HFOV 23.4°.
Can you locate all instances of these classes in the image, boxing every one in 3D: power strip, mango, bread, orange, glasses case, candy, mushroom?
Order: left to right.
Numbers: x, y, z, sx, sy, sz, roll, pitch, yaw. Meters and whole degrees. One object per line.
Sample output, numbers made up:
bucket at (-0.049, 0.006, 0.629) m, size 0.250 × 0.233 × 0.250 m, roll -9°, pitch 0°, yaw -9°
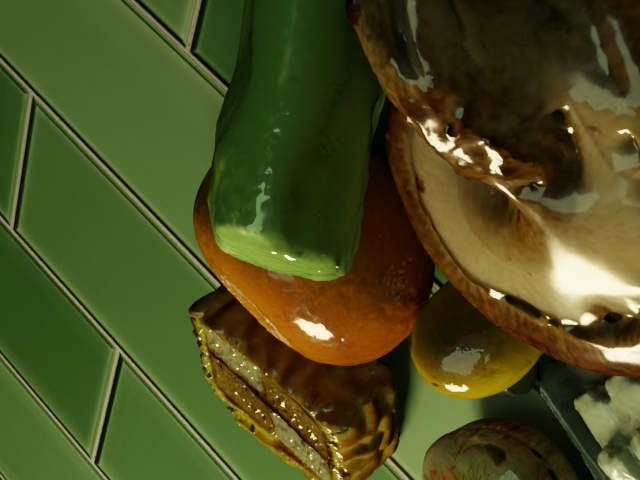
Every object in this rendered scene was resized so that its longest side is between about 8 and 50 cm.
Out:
bread at (-0.021, 0.134, 1.456) m, size 0.222 × 0.096 × 0.181 m, roll 37°, pitch 156°, yaw 31°
orange at (0.000, 0.000, 1.313) m, size 0.224 × 0.170 × 0.224 m, roll 44°, pitch 174°, yaw 6°
candy at (0.002, -0.145, 1.150) m, size 0.142 × 0.132 × 0.343 m, roll -1°, pitch 76°, yaw 60°
mango at (0.143, 0.060, 1.237) m, size 0.161 × 0.076 × 0.103 m, roll -42°, pitch 50°, yaw 21°
mushroom at (0.151, -0.062, 1.031) m, size 0.345 × 0.259 × 0.345 m, roll 32°, pitch 134°, yaw 41°
glasses case at (0.200, 0.355, 1.337) m, size 0.156 × 0.098 × 0.425 m, roll -6°, pitch 105°, yaw 56°
power strip at (0.260, 0.161, 1.186) m, size 0.213 × 0.064 × 0.198 m, roll 56°, pitch 144°, yaw 10°

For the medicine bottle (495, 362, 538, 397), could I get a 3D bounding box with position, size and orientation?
medicine bottle at (0.139, 0.108, 1.315) m, size 0.083 × 0.047 × 0.047 m, roll -1°, pitch 109°, yaw 51°
